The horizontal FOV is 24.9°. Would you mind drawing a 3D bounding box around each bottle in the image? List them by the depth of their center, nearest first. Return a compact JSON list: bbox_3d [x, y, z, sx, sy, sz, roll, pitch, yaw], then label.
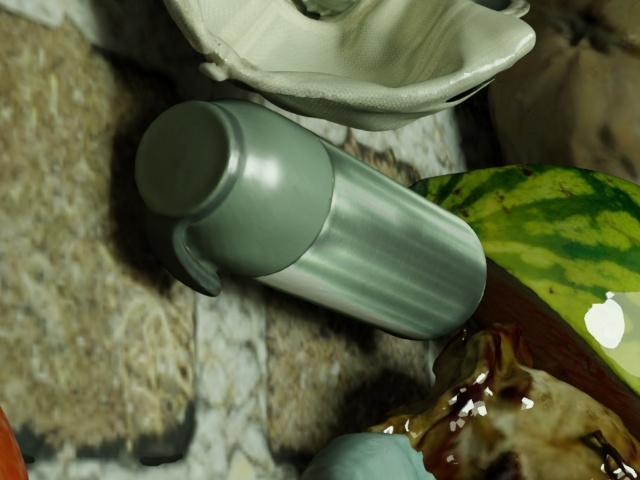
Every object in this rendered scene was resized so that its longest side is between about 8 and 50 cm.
[{"bbox_3d":[0.000,0.000,0.750,0.254,0.080,0.096,26,86,-56],"label":"bottle"}]

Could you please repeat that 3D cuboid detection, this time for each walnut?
[{"bbox_3d":[0.245,-0.104,1.025,0.273,0.227,0.273,4,85,-52],"label":"walnut"}]

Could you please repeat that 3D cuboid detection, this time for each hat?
[{"bbox_3d":[-0.009,-0.140,0.759,0.219,0.164,0.226,42,-2,-3],"label":"hat"}]

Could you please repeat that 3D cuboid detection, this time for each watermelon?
[{"bbox_3d":[0.199,0.041,0.947,0.128,0.159,0.303,-53,131,-11],"label":"watermelon"}]

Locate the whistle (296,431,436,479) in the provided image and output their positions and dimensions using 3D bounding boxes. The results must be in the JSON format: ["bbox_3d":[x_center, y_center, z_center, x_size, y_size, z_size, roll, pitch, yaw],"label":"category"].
[{"bbox_3d":[0.061,0.238,0.513,0.189,0.189,0.347,-21,101,-59],"label":"whistle"}]

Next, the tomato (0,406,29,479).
[{"bbox_3d":[-0.183,0.113,0.358,0.338,0.144,0.338,14,73,-55],"label":"tomato"}]

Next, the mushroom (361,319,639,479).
[{"bbox_3d":[0.210,0.230,0.827,0.331,0.334,0.356,-9,105,-62],"label":"mushroom"}]
